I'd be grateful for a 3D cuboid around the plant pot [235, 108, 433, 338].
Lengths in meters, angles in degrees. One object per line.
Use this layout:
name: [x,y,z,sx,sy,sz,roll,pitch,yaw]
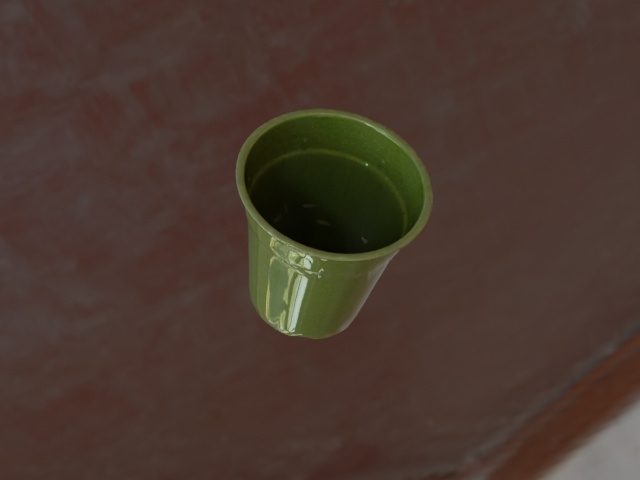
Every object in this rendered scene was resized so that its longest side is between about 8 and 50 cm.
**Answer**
plant pot: [0.000,0.000,0.767,0.083,0.083,0.079,-13,145,-21]
